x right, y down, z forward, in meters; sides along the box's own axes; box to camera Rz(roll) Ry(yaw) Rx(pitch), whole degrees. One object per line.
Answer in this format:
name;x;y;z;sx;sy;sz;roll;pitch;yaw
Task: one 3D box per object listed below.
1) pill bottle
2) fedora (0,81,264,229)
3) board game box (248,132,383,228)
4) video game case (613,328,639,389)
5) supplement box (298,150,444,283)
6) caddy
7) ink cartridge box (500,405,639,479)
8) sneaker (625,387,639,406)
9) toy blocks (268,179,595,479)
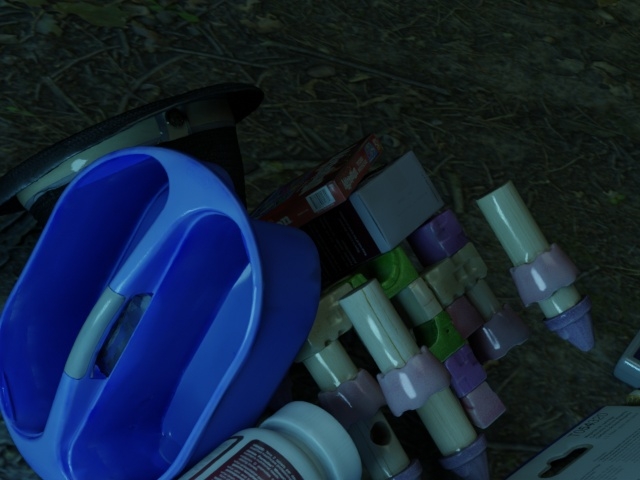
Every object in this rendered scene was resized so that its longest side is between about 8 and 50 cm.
pill bottle;-0.069;0.242;1.525;0.121;0.121;0.221;36;49;21
fedora;-0.184;-0.042;1.831;0.334;0.334;0.152;-21;86;-45
board game box;-0.018;-0.045;1.809;0.027;0.145;0.281;59;15;-6
video game case;0.539;0.153;2.093;0.300;0.036;0.329;31;36;13
supplement box;0.000;0.000;1.834;0.073;0.239;0.130;58;37;-5
caddy;-0.160;0.076;1.573;0.241;0.341;0.179;37;19;23
ink cartridge box;0.354;0.252;1.734;0.330;0.071;0.324;-5;14;41
sneaker;0.388;0.192;1.959;0.083;0.032;0.037;33;36;16
toy blocks;0.105;0.139;1.762;0.288;0.309;0.260;-35;95;-38
